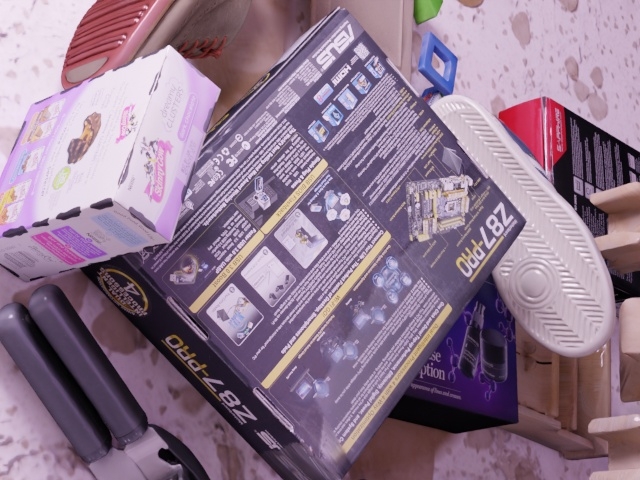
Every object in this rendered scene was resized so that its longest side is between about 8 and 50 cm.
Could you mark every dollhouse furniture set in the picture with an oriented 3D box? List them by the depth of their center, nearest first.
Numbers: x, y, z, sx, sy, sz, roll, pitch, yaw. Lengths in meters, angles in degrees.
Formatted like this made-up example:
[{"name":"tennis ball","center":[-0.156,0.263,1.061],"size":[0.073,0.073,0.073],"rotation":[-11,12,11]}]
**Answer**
[{"name":"dollhouse furniture set","center":[0.405,0.145,1.697],"size":[0.256,0.394,0.362],"rotation":[25,60,-43]}]

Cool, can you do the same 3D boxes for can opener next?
[{"name":"can opener","center":[-0.195,0.160,1.262],"size":[0.280,0.074,0.093],"rotation":[58,8,-22]}]

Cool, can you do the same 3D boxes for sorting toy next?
[{"name":"sorting toy","center":[0.043,-0.286,1.679],"size":[0.348,0.047,0.196],"rotation":[23,58,-44]}]

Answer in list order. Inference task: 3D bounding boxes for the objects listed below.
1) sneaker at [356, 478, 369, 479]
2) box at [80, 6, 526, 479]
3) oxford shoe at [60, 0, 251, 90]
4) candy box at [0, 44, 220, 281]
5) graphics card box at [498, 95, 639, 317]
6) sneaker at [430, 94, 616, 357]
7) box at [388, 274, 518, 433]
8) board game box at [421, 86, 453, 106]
[{"name":"sneaker","center":[0.082,0.378,1.490],"size":[0.130,0.087,0.227],"rotation":[20,58,-38]},{"name":"box","center":[0.000,0.000,1.404],"size":[0.318,0.097,0.395],"rotation":[46,56,-10]},{"name":"oxford shoe","center":[-0.134,-0.227,1.397],"size":[0.130,0.123,0.348],"rotation":[58,44,-28]},{"name":"candy box","center":[-0.195,-0.063,1.214],"size":[0.070,0.196,0.165],"rotation":[40,52,-35]},{"name":"graphics card box","center":[0.389,-0.033,1.967],"size":[0.371,0.094,0.233],"rotation":[20,64,-44]},{"name":"sneaker","center":[0.249,-0.019,1.660],"size":[0.350,0.131,0.148],"rotation":[62,18,16]},{"name":"box","center":[0.114,0.109,1.600],"size":[0.261,0.103,0.184],"rotation":[19,62,-45]},{"name":"board game box","center":[0.146,-0.083,1.743],"size":[0.136,0.035,0.201],"rotation":[52,45,-26]}]
